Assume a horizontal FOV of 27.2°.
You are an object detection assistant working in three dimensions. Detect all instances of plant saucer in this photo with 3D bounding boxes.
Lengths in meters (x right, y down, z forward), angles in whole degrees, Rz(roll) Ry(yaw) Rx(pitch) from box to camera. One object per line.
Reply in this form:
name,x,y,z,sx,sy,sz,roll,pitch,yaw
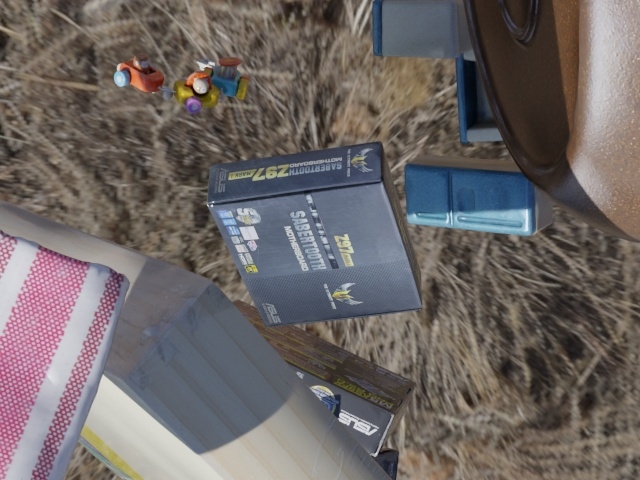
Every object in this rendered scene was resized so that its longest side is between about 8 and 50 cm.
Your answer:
plant saucer,0.118,-0.148,0.676,0.050,0.310,0.311,-9,92,-4

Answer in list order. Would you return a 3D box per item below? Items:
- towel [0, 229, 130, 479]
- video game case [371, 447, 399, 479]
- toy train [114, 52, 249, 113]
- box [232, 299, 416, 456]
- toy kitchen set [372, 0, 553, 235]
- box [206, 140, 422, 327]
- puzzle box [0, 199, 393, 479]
towel,-0.164,0.041,0.379,0.197,0.029,0.144,23,73,-19
video game case,-0.002,0.355,1.558,0.026,0.274,0.196,8,94,37
toy train,-0.160,-0.206,1.598,0.125,0.166,0.046,35,124,29
box,-0.024,0.165,1.655,0.270,0.216,0.060,25,99,8
toy kitchen set,0.092,-0.096,1.040,0.122,0.166,0.207,6,109,34
box,0.000,0.000,1.401,0.183,0.233,0.059,-7,52,10
puzzle box,-0.094,0.085,0.688,0.052,0.409,0.272,-50,123,-16
